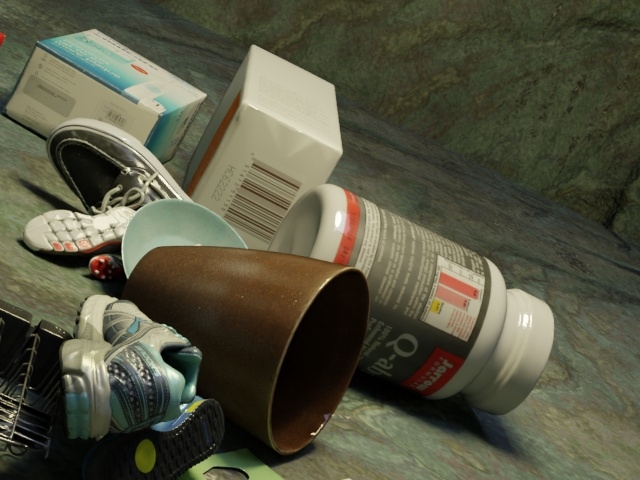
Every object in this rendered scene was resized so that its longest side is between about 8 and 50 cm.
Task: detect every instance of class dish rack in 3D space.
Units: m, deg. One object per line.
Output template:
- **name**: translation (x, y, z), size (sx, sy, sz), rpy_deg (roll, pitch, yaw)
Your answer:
- **dish rack**: translation (-0.327, 0.117, 1.486), size (0.208, 0.074, 0.271), rpy_deg (25, 17, -12)

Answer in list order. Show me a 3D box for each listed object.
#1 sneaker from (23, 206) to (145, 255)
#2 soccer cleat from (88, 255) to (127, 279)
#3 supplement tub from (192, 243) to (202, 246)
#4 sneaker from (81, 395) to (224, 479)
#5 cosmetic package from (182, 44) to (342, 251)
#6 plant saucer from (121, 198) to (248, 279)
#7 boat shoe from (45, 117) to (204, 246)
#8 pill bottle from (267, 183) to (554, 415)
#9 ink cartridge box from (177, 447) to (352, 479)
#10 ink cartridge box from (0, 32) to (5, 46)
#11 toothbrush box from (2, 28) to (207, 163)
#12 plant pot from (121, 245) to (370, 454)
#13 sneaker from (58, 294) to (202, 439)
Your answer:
- **sneaker**: translation (-0.291, 0.002, 1.994), size (0.158, 0.065, 0.061), rpy_deg (-4, 59, -32)
- **soccer cleat**: translation (-0.260, 0.031, 1.992), size (0.036, 0.029, 0.083), rpy_deg (28, 8, 29)
- **supplement tub**: translation (-0.138, 0.066, 1.929), size (0.107, 0.071, 0.071), rpy_deg (55, 18, 5)
- **sneaker**: translation (-0.174, 0.197, 1.547), size (0.082, 0.069, 0.209), rpy_deg (-1, 10, 27)
- **cosmetic package**: translation (-0.091, -0.125, 2.449), size (0.162, 0.230, 0.453), rpy_deg (27, 14, -8)
- **plant saucer**: translation (-0.165, 0.042, 2.001), size (0.195, 0.037, 0.195), rpy_deg (21, 51, -28)
- **boat shoe**: translation (-0.240, -0.037, 2.100), size (0.306, 0.113, 0.105), rpy_deg (46, 21, 1)
- **pill bottle**: translation (0.114, 0.087, 2.165), size (0.363, 0.210, 0.210), rpy_deg (25, 15, -19)
- **ink cartridge box**: translation (-0.022, 0.265, 1.609), size (0.235, 0.056, 0.171), rpy_deg (39, 17, 24)
- **ink cartridge box**: translation (-0.566, -0.305, 2.430), size (0.134, 0.078, 0.231), rpy_deg (32, 14, 9)
- **toothbrush box**: translation (-0.321, -0.209, 2.494), size (0.216, 0.126, 0.295), rpy_deg (31, 13, 3)
- **plant pot**: translation (-0.097, 0.092, 1.801), size (0.230, 0.215, 0.215), rpy_deg (21, 10, 23)
- **sneaker**: translation (-0.171, 0.124, 1.535), size (0.122, 0.110, 0.283), rpy_deg (0, 12, -3)
